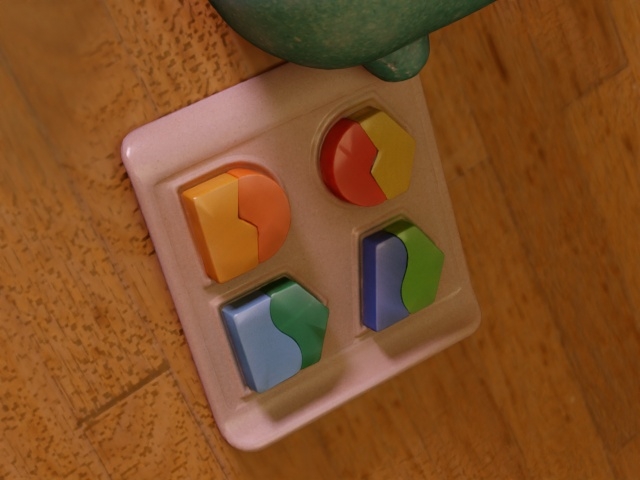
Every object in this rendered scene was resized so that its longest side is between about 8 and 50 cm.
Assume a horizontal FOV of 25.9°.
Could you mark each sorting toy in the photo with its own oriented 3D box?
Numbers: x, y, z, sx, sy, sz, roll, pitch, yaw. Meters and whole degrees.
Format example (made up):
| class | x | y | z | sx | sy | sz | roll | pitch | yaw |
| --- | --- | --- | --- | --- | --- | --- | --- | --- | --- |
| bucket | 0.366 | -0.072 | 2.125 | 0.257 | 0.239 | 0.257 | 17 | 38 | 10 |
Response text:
| class | x | y | z | sx | sy | sz | roll | pitch | yaw |
| --- | --- | --- | --- | --- | --- | --- | --- | --- | --- |
| sorting toy | 0.000 | 0.000 | 0.830 | 0.193 | 0.038 | 0.208 | -26 | 111 | -21 |

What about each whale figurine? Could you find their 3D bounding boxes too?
| class | x | y | z | sx | sy | sz | roll | pitch | yaw |
| --- | --- | --- | --- | --- | --- | --- | --- | --- | --- |
| whale figurine | 0.063 | -0.172 | 0.739 | 0.272 | 0.141 | 0.216 | -1 | 124 | -17 |
